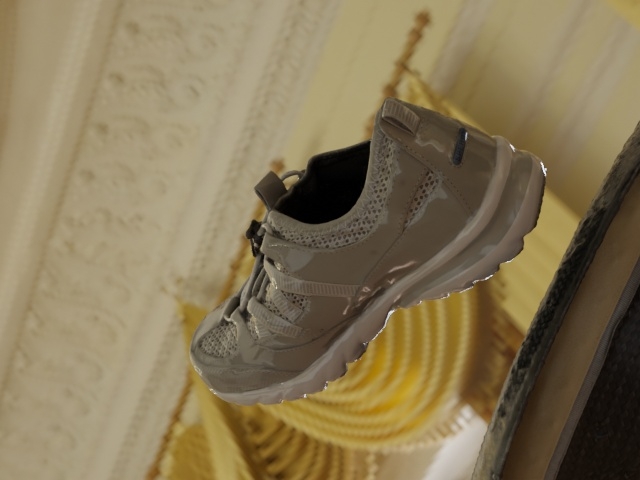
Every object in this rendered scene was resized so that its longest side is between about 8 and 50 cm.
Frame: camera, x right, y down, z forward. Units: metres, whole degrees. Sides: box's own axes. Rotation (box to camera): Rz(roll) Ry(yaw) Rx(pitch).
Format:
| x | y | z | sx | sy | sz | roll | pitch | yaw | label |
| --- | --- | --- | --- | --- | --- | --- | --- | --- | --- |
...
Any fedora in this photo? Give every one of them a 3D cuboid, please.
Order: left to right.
| x | y | z | sx | sy | sz | roll | pitch | yaw | label |
| --- | --- | --- | --- | --- | --- | --- | --- | --- | --- |
| 0.211 | 0.078 | 0.906 | 0.334 | 0.152 | 0.334 | -54 | -21 | -32 | fedora |

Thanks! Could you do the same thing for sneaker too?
| x | y | z | sx | sy | sz | roll | pitch | yaw | label |
| --- | --- | --- | --- | --- | --- | --- | --- | --- | --- |
| 0.000 | 0.000 | 0.903 | 0.115 | 0.105 | 0.281 | 35 | -47 | -19 | sneaker |
